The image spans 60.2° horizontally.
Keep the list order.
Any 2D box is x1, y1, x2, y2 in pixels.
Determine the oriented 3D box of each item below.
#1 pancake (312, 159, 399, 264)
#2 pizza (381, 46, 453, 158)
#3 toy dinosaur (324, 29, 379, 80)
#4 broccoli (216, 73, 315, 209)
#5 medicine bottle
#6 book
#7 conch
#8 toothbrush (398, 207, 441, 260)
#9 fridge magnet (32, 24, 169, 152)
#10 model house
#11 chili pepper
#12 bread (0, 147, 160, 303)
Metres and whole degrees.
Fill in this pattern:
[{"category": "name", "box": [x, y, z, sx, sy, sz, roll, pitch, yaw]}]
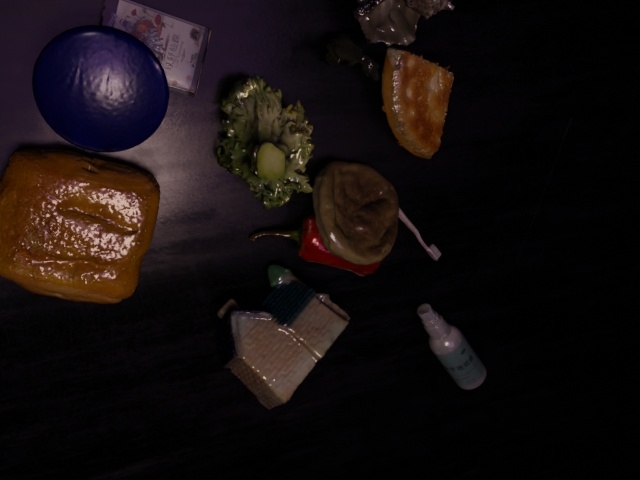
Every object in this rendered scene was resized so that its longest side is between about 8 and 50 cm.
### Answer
[{"category": "pancake", "box": [0.097, -0.078, 1.430, 0.294, 0.049, 0.294, 11, 70, -31]}, {"category": "pizza", "box": [0.259, -0.371, 1.450, 0.226, 0.086, 0.335, -44, 129, -16]}, {"category": "toy dinosaur", "box": [0.086, -0.444, 1.307, 0.187, 0.179, 0.087, 11, 104, -28]}, {"category": "broccoli", "box": [-0.114, -0.217, 1.265, 0.288, 0.245, 0.248, 39, 97, -29]}, {"category": "medicine bottle", "box": [0.406, 0.329, 1.746, 0.110, 0.110, 0.352, -40, 118, -5]}, {"category": "book", "box": [-0.369, -0.425, 1.213, 0.231, 0.026, 0.157, 12, 103, -26]}, {"category": "conch", "box": [0.195, -0.578, 1.267, 0.241, 0.313, 0.186, 38, 51, 5]}, {"category": "toothbrush", "box": [0.266, -0.044, 1.607, 0.029, 0.025, 0.307, -50, 119, -9]}, {"category": "fridge magnet", "box": [-0.454, -0.312, 1.155, 0.266, 0.112, 0.265, -9, 123, -14]}, {"category": "model house", "box": [-0.121, 0.234, 1.451, 0.284, 0.243, 0.298, 44, 61, -4]}, {"category": "chili pepper", "box": [0.002, -0.004, 1.455, 0.338, 0.131, 0.134, 18, 91, -25]}, {"category": "bread", "box": [-0.542, -0.023, 1.213, 0.328, 0.148, 0.337, 16, 101, -26]}]
